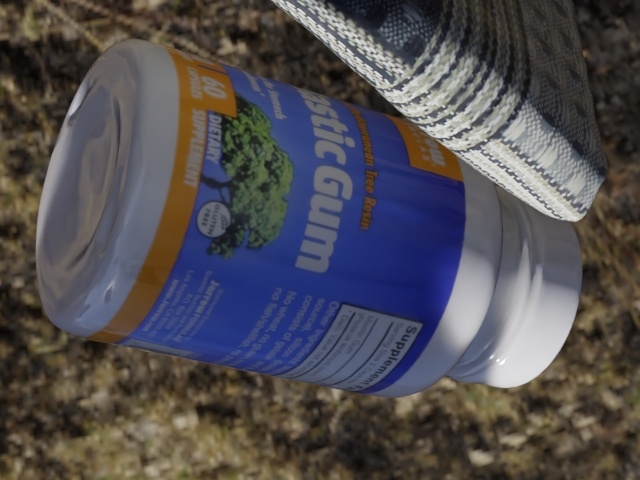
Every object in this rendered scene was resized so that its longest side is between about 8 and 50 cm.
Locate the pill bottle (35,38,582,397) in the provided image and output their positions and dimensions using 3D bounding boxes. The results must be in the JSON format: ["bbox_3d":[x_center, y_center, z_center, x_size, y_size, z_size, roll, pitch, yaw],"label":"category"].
[{"bbox_3d":[0.000,0.000,0.774,0.272,0.152,0.152,14,136,-27],"label":"pill bottle"}]

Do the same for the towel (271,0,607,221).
[{"bbox_3d":[-0.021,-0.195,0.525,0.056,0.324,0.312,-33,128,31],"label":"towel"}]
